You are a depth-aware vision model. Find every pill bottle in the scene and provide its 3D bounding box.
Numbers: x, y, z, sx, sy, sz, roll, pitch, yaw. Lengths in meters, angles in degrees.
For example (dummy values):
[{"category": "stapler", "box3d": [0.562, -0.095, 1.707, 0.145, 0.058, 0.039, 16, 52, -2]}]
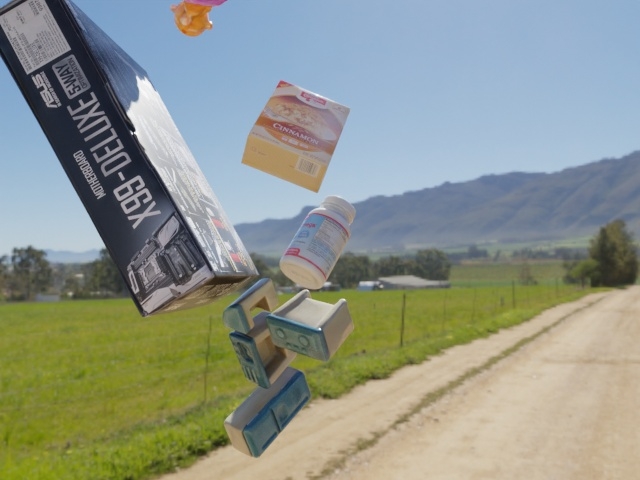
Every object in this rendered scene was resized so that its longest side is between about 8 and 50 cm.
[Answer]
[{"category": "pill bottle", "box3d": [0.000, 0.000, 1.066, 0.087, 0.160, 0.087, 23, -28, 13]}]

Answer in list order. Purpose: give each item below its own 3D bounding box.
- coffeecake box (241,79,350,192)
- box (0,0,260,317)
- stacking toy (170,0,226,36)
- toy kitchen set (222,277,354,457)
[{"category": "coffeecake box", "box3d": [-0.039, -0.188, 1.062, 0.143, 0.185, 0.068, 21, -45, -2]}, {"category": "box", "box3d": [-0.186, -0.076, 0.633, 0.077, 0.307, 0.242, -30, -4, 1]}, {"category": "stacking toy", "box3d": [-0.153, -0.378, 0.805, 0.175, 0.165, 0.302, 23, -26, -10]}, {"category": "toy kitchen set", "box3d": [-0.040, 0.171, 0.730, 0.166, 0.207, 0.122, 11, 38, 39]}]
